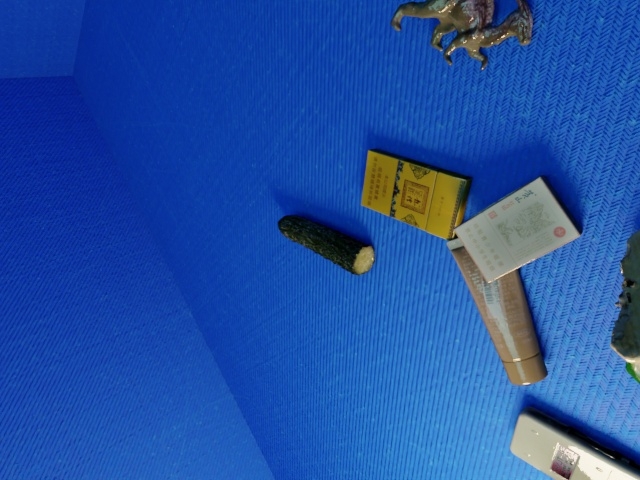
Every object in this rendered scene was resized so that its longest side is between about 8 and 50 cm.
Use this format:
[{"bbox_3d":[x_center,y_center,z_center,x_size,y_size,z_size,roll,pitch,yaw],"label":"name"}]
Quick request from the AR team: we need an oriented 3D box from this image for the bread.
[{"bbox_3d":[0.572,0.092,0.721,0.181,0.251,0.039,3,153,42],"label":"bread"}]

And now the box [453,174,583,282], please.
[{"bbox_3d":[0.393,-0.020,0.922,0.201,0.058,0.141,-38,78,33],"label":"box"}]

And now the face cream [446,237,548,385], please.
[{"bbox_3d":[0.400,0.142,1.008,0.137,0.084,0.341,-22,85,32],"label":"face cream"}]

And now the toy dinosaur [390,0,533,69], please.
[{"bbox_3d":[0.273,-0.444,0.899,0.294,0.077,0.162,38,128,11],"label":"toy dinosaur"}]

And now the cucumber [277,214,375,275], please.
[{"bbox_3d":[0.000,0.000,1.362,0.359,0.096,0.096,25,123,41],"label":"cucumber"}]

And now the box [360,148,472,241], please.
[{"bbox_3d":[0.222,-0.117,1.114,0.279,0.041,0.153,27,123,38],"label":"box"}]

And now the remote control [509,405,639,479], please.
[{"bbox_3d":[0.569,0.484,0.985,0.296,0.056,0.140,23,124,38],"label":"remote control"}]

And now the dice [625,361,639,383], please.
[{"bbox_3d":[0.608,0.190,0.770,0.128,0.120,0.131,26,122,39],"label":"dice"}]
